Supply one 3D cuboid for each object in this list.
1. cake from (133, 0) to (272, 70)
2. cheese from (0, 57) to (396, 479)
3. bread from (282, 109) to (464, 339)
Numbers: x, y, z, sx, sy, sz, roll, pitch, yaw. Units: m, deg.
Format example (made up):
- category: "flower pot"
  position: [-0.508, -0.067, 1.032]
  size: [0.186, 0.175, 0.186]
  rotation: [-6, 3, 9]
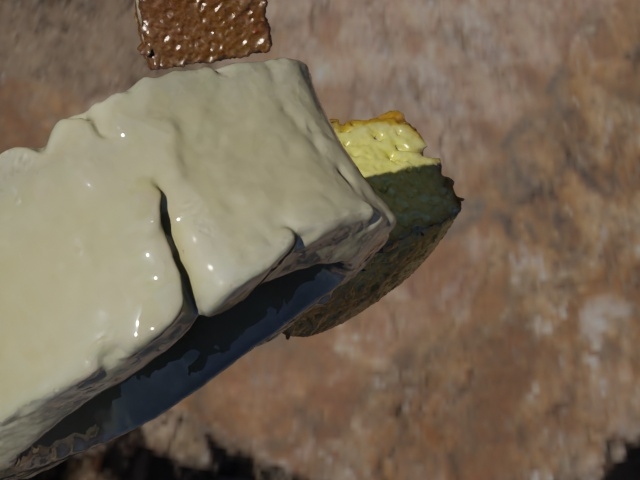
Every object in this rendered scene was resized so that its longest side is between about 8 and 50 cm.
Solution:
- category: "cake"
  position: [-0.122, -0.241, 1.821]
  size: [0.134, 0.147, 0.135]
  rotation: [-9, 105, -13]
- category: "cheese"
  position: [-0.124, 0.022, 1.253]
  size: [0.332, 0.292, 0.153]
  rotation: [-37, 79, 21]
- category: "bread"
  position: [0.000, 0.000, 1.597]
  size: [0.229, 0.143, 0.139]
  rotation: [-23, 148, -31]
